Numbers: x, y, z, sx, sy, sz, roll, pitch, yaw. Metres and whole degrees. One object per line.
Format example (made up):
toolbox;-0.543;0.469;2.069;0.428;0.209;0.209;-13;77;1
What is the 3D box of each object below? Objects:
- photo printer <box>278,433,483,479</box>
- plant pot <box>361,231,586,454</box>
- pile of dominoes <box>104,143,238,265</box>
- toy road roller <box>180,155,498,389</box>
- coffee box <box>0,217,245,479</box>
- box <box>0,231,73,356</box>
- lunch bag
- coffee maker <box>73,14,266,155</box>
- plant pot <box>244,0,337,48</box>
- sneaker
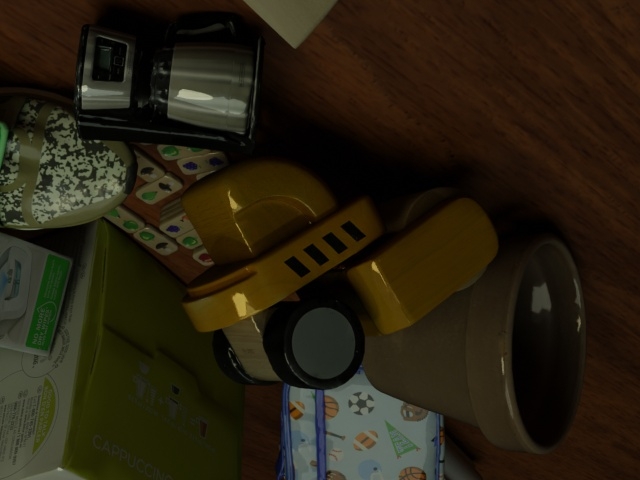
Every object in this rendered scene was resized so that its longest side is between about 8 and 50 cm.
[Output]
photo printer;0.096;0.372;1.773;0.256;0.107;0.307;-17;140;22
plant pot;0.178;0.120;1.347;0.229;0.263;0.263;1;148;32
pile of dominoes;-0.187;-0.055;1.257;0.196;0.040;0.251;-24;137;30
toy road roller;0.000;0.000;1.174;0.240;0.329;0.202;62;154;-9
coffee box;-0.321;0.234;1.400;0.334;0.338;0.337;-19;140;24
box;-0.453;0.038;1.191;0.262;0.126;0.231;8;170;27
lunch bag;0.054;0.285;1.556;0.243;0.115;0.303;0;113;1
coffee maker;-0.150;-0.137;1.079;0.178;0.120;0.171;6;144;-6
plant pot;-0.025;-0.253;0.938;0.096;0.109;0.109;-33;133;21
sneaker;-0.384;-0.085;1.061;0.410;0.182;0.158;10;101;-13
